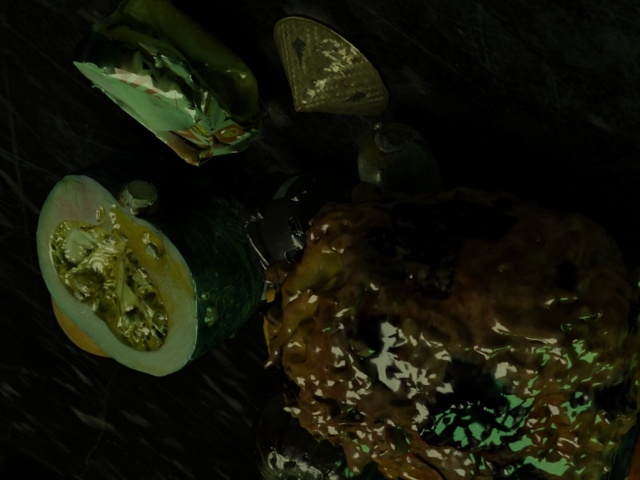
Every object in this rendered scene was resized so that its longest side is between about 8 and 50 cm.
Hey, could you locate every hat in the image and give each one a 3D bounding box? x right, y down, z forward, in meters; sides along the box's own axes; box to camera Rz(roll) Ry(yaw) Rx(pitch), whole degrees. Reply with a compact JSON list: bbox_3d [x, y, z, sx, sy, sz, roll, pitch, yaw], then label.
[{"bbox_3d":[-0.006,-0.157,1.909,0.146,0.067,0.146,31,158,14],"label":"hat"}]

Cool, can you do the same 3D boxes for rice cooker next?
[{"bbox_3d":[-0.001,-0.001,2.122,0.203,0.142,0.118,45,145,-21],"label":"rice cooker"}]

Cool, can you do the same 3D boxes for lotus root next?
[{"bbox_3d":[0.088,-0.062,1.933,0.088,0.088,0.165,19,155,38],"label":"lotus root"}]

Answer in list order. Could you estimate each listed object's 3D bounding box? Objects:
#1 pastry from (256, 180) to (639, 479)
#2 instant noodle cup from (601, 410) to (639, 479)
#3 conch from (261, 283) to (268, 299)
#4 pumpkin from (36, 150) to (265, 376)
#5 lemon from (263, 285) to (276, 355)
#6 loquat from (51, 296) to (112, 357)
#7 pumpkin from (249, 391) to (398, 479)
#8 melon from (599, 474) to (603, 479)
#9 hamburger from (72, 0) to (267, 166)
[{"bbox_3d":[0.154,0.102,1.844,0.405,0.292,0.337,27,133,-16],"label":"pastry"},{"bbox_3d":[0.392,0.276,2.073,0.125,0.208,0.178,11,115,20],"label":"instant noodle cup"},{"bbox_3d":[-0.079,0.039,2.430,0.085,0.056,0.076,-25,89,46],"label":"conch"},{"bbox_3d":[-0.194,0.008,2.353,0.293,0.197,0.263,38,136,23],"label":"pumpkin"},{"bbox_3d":[0.000,0.113,2.347,0.187,0.142,0.142,48,156,-11],"label":"lemon"},{"bbox_3d":[-0.279,0.075,2.614,0.213,0.213,0.213,31,158,14],"label":"loquat"},{"bbox_3d":[0.001,0.329,2.752,0.238,0.159,0.238,32,153,18],"label":"pumpkin"},{"bbox_3d":[0.302,0.283,2.255,0.265,0.129,0.169,35,155,7],"label":"melon"},{"bbox_3d":[-0.156,-0.181,2.018,0.214,0.125,0.235,28,161,6],"label":"hamburger"}]
